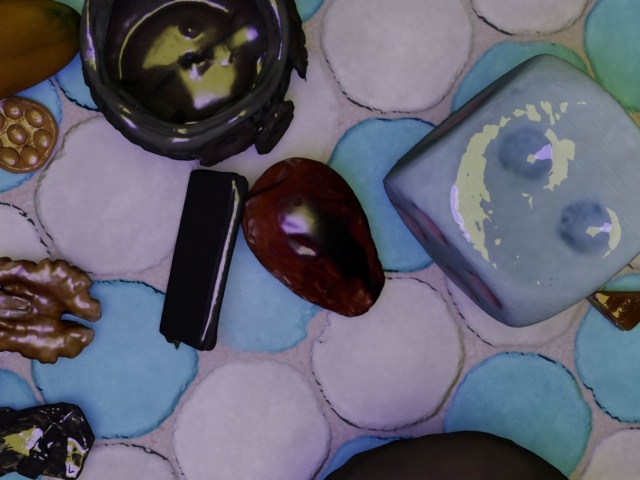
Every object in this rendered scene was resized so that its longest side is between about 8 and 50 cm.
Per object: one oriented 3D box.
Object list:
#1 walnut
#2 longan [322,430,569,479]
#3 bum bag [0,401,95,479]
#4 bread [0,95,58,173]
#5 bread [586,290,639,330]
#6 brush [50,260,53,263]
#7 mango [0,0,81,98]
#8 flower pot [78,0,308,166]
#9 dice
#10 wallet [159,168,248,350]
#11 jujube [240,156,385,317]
[{"bbox_3d":[-0.381,0.088,1.227,0.170,0.069,0.143,18,90,-17],"label":"walnut"},{"bbox_3d":[0.164,0.438,1.142,0.436,0.404,0.404,-4,92,-2],"label":"longan"},{"bbox_3d":[-0.426,0.274,1.234,0.248,0.069,0.102,-2,106,9],"label":"bum bag"},{"bbox_3d":[-0.414,-0.144,1.247,0.110,0.024,0.110,0,90,-7],"label":"bread"},{"bbox_3d":[0.443,0.101,1.330,0.109,0.043,0.062,-2,89,-7],"label":"bread"},{"bbox_3d":[-0.391,0.065,1.262,0.024,0.008,0.083,29,88,-11],"label":"brush"},{"bbox_3d":[-0.415,-0.247,1.180,0.221,0.151,0.120,-21,86,-35],"label":"mango"},{"bbox_3d":[-0.155,-0.238,1.177,0.302,0.213,0.301,0,91,-5],"label":"flower pot"},{"bbox_3d":[0.262,-0.062,1.196,0.265,0.268,0.262,-41,95,-4],"label":"dice"},{"bbox_3d":[-0.156,0.028,1.221,0.044,0.149,0.250,12,88,-32],"label":"wallet"},{"bbox_3d":[0.000,0.000,1.232,0.168,0.168,0.236,-43,112,-3],"label":"jujube"}]
